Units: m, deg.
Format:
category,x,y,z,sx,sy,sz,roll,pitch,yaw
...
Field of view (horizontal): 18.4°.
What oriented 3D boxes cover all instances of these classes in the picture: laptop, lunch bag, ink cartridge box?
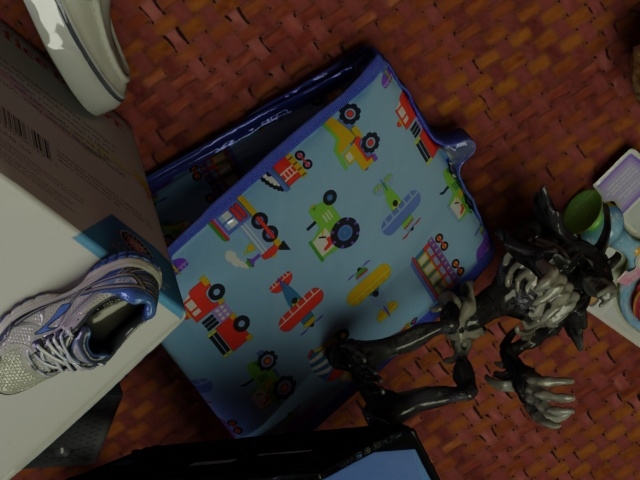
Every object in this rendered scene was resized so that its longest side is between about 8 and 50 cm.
category,x,y,z,sx,sy,sz,roll,pitch,yaw
laptop,-0.041,0.217,1.497,0.234,0.264,0.136,-9,92,24
lunch bag,0.000,0.000,1.568,0.293,0.138,0.221,-35,122,-2
ink cartridge box,-0.247,-0.009,1.401,0.197,0.270,0.198,-43,121,13

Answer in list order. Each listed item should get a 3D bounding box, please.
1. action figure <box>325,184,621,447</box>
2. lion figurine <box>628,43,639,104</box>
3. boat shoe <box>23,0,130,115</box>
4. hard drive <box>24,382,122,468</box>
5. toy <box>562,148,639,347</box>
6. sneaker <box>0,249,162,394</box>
category,x,y,z,sx,sy,sz,roll,pitch,yaw
action figure,0.151,0.070,1.554,0.276,0.141,0.164,-29,127,-18
lion figurine,0.402,-0.052,1.632,0.240,0.142,0.392,-19,128,5
boat shoe,-0.177,-0.215,1.407,0.088,0.096,0.267,-19,115,2
hard drive,-0.294,0.135,1.561,0.255,0.054,0.172,-1,154,-15
toy,0.300,0.035,1.703,0.237,0.056,0.137,35,107,-29
sneaker,-0.160,0.060,1.268,0.135,0.058,0.052,-36,123,10
